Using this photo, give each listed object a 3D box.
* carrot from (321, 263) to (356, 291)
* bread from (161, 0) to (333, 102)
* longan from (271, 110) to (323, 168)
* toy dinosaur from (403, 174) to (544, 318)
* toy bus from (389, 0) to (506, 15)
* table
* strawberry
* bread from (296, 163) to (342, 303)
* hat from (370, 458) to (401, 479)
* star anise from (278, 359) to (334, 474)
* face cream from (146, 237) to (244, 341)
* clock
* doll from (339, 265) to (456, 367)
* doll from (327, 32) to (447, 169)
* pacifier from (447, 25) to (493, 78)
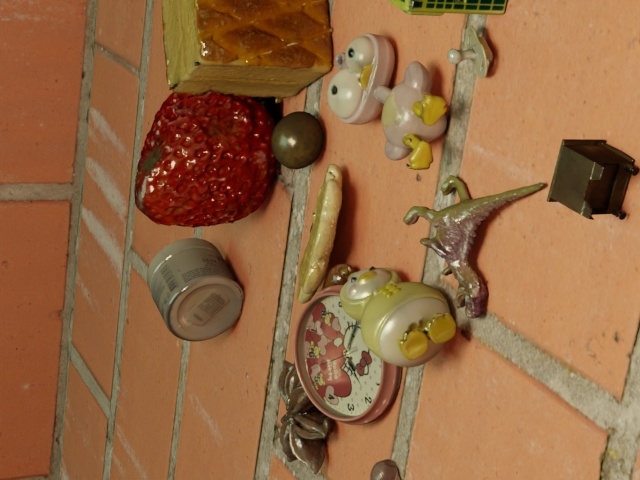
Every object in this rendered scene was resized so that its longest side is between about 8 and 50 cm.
[{"bbox_3d":[0.012,0.122,2.228,0.248,0.059,0.059,116,143,-49],"label":"carrot"},{"bbox_3d":[-0.139,-0.421,2.284,0.207,0.279,0.279,154,116,-64],"label":"bread"},{"bbox_3d":[-0.039,-0.187,2.289,0.119,0.106,0.106,-48,-27,-63],"label":"longan"},{"bbox_3d":[0.222,-0.027,1.805,0.200,0.072,0.251,48,121,40],"label":"toy dinosaur"},{"bbox_3d":[0.177,-0.367,1.742,0.088,0.175,0.101,-130,43,-53],"label":"toy bus"},{"bbox_3d":[0.340,-0.072,1.536,0.082,0.070,0.083,42,126,52],"label":"table"},{"bbox_3d":[-0.241,-0.170,2.462,0.291,0.309,0.292,174,90,-66],"label":"strawberry"},{"bbox_3d":[0.000,0.000,2.194,0.182,0.039,0.251,-91,14,-61],"label":"bread"},{"bbox_3d":[0.106,0.407,2.055,0.058,0.042,0.087,168,100,-64],"label":"hat"},{"bbox_3d":[-0.027,0.324,2.293,0.197,0.073,0.212,-155,64,-65],"label":"star anise"},{"bbox_3d":[-0.270,0.107,2.665,0.153,0.177,0.177,56,138,46],"label":"face cream"},{"bbox_3d":[0.045,0.196,2.120,0.244,0.056,0.244,7,100,47],"label":"clock"},{"bbox_3d":[0.107,0.104,1.939,0.296,0.141,0.117,41,163,55],"label":"doll"},{"bbox_3d":[0.105,-0.230,1.985,0.365,0.094,0.160,46,128,53],"label":"doll"},{"bbox_3d":[0.213,-0.267,1.796,0.068,0.064,0.083,96,160,-55],"label":"pacifier"}]
